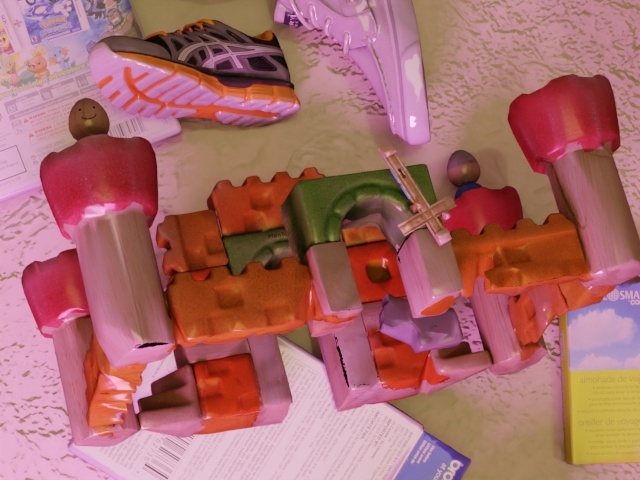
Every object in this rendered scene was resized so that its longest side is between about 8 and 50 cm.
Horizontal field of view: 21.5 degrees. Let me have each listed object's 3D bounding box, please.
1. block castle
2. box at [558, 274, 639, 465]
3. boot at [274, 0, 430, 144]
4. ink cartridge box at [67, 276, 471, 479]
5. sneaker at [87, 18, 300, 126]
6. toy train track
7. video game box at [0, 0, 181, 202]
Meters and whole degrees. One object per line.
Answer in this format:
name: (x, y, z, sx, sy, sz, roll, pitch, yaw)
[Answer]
block castle: (0.000, 0.000, 1.353, 0.453, 0.303, 0.213, -9, 70, -17)
box: (0.273, 0.112, 1.532, 0.109, 0.042, 0.178, -2, 87, -5)
boot: (0.021, -0.201, 1.517, 0.123, 0.095, 0.258, -12, 79, 1)
ink cartridge box: (-0.045, 0.186, 1.498, 0.311, 0.065, 0.186, 32, 85, 1)
sneaker: (-0.113, -0.154, 1.473, 0.215, 0.084, 0.083, 7, 70, -44)
toy train track: (0.069, -0.035, 1.215, 0.048, 0.014, 0.083, -30, 83, -21)
video game box: (-0.251, -0.146, 1.508, 0.205, 0.048, 0.187, -21, 91, -5)
